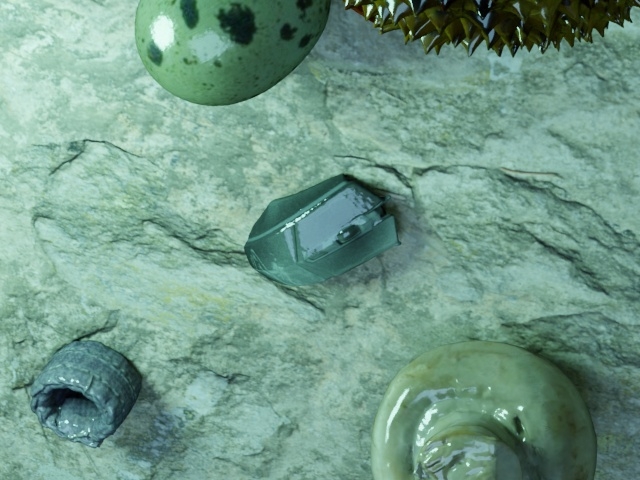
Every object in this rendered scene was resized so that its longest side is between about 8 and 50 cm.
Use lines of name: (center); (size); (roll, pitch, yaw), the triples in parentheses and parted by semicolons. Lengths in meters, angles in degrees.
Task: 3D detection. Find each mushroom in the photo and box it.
mushroom: (0.196, 0.265, 1.751); (0.297, 0.290, 0.297); (-3, 81, 19)

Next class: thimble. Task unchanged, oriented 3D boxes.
thimble: (-0.351, 0.228, 2.059); (0.150, 0.098, 0.150); (10, 128, 13)

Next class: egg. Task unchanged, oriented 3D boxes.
egg: (-0.097, -0.244, 1.546); (0.228, 0.177, 0.177); (-13, 121, 16)

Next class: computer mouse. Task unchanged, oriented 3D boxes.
computer mouse: (-0.002, 0.000, 1.769); (0.231, 0.071, 0.126); (-21, 117, 31)

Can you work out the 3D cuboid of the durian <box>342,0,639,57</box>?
durian: (0.151, -0.325, 1.291); (0.384, 0.347, 0.347); (-5, 124, 28)
